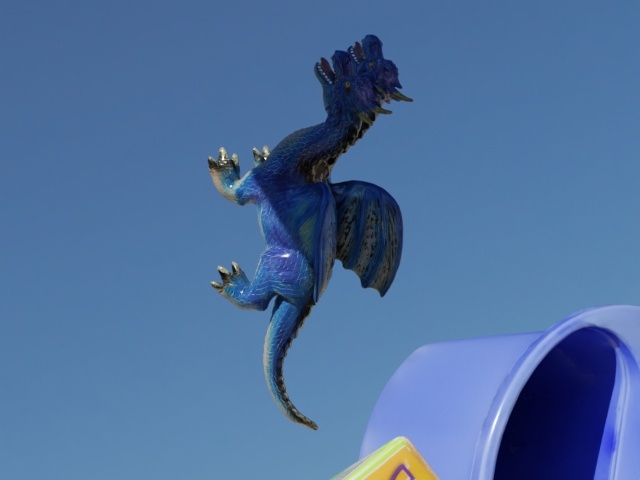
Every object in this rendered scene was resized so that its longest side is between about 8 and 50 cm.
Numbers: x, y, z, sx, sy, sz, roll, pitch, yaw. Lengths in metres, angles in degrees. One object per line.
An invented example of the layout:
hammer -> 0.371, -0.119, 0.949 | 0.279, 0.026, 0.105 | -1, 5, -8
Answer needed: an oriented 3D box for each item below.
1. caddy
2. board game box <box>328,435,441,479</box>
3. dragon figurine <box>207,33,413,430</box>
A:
caddy -> 0.152, 0.209, 1.071 | 0.241, 0.341, 0.179 | 15, -10, -36
board game box -> -0.039, 0.135, 0.606 | 0.124, 0.039, 0.259 | -38, -2, -18
dragon figurine -> 0.000, 0.000, 1.237 | 0.144, 0.289, 0.085 | 0, 3, 43
